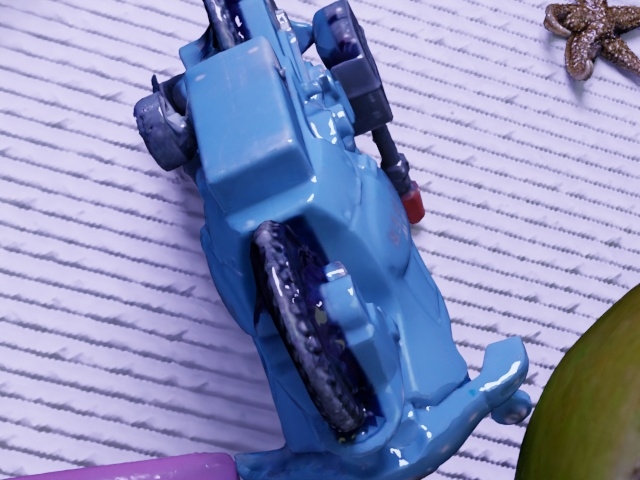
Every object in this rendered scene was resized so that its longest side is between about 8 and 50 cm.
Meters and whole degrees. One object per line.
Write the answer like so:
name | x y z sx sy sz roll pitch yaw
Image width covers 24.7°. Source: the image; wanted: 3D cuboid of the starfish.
starfish | 0.161 -0.121 0.808 0.091 0.028 0.078 -7 77 -27

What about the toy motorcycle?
toy motorcycle | 0.000 0.000 0.607 0.123 0.182 0.272 -23 41 7

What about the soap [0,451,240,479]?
soap | -0.124 0.154 0.558 0.203 0.065 0.122 -6 71 -23

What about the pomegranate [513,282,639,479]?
pomegranate | 0.202 0.163 0.613 0.309 0.216 0.359 28 92 -17
